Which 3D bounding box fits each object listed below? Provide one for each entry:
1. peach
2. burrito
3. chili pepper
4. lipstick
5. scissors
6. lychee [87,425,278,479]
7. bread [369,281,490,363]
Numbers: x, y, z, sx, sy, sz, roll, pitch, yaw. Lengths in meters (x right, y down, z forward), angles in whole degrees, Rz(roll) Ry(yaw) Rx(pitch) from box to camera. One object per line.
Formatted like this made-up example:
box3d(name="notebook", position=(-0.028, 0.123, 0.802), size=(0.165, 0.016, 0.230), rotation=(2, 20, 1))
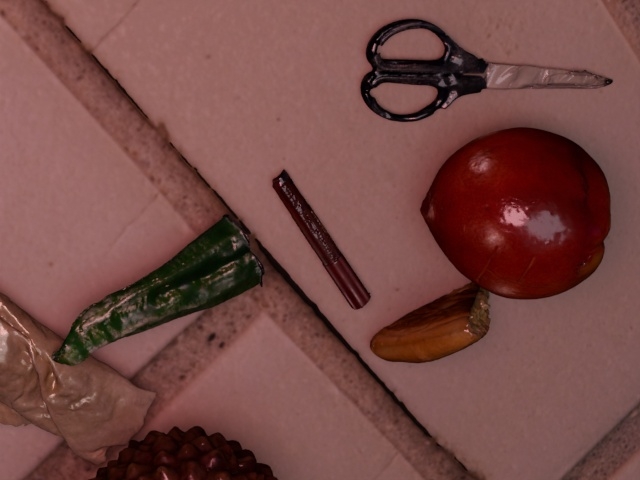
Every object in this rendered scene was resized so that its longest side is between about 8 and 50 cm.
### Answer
box3d(name="peach", position=(0.204, -0.028, 1.234), size=(0.197, 0.197, 0.197), rotation=(-6, 109, -17))
box3d(name="burrito", position=(-0.341, 0.098, 1.137), size=(0.392, 0.076, 0.117), rotation=(36, 93, -26))
box3d(name="chili pepper", position=(-0.165, 0.064, 1.171), size=(0.227, 0.059, 0.088), rotation=(-31, 117, -21))
box3d(name="lipstick", position=(0.000, 0.000, 1.251), size=(0.027, 0.027, 0.176), rotation=(-36, 114, -5))
box3d(name="scissors", position=(0.186, -0.175, 1.261), size=(0.300, 0.022, 0.109), rotation=(1, 111, -20))
box3d(name="lychee", position=(-0.144, 0.349, 1.167), size=(0.306, 0.306, 0.330), rotation=(3, 93, -20))
box3d(name="bread", position=(0.140, 0.095, 1.271), size=(0.154, 0.136, 0.054), rotation=(-30, 97, -11))
